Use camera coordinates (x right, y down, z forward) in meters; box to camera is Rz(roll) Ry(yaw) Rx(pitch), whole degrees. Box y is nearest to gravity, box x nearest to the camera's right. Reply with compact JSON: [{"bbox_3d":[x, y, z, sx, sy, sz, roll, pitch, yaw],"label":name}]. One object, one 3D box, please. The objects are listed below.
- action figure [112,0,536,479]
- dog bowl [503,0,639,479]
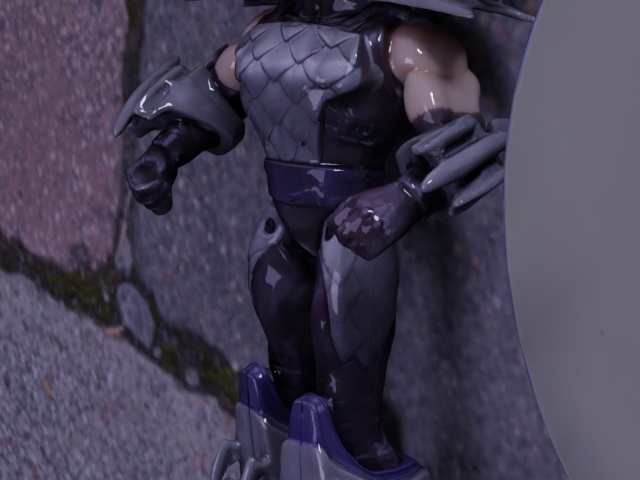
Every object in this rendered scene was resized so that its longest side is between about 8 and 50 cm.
[{"bbox_3d":[0.000,0.000,0.711,0.185,0.099,0.285,17,110,58],"label":"action figure"},{"bbox_3d":[0.173,0.004,0.486,0.265,0.104,0.265,20,116,48],"label":"dog bowl"}]
